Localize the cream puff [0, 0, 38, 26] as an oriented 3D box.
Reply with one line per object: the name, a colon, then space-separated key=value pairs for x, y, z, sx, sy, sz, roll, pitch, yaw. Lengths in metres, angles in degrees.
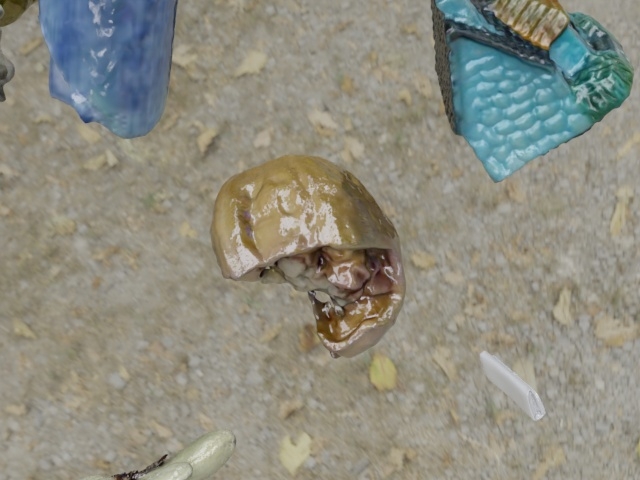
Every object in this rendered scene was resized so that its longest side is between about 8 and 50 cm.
cream puff: x=-0.277 y=-0.265 z=1.002 sx=0.116 sy=0.146 sz=0.146 roll=-12 pitch=64 yaw=23

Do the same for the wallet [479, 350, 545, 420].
wallet: x=0.275 y=0.207 z=1.654 sx=0.025 sy=0.061 sz=0.122 roll=-36 pitch=36 yaw=-8

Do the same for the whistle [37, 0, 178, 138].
whistle: x=-0.071 y=-0.188 z=0.432 sx=0.062 sy=0.304 sz=0.062 roll=8 pitch=27 yaw=-4

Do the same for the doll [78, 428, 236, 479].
doll: x=-0.250 y=0.355 z=1.645 sx=0.278 sy=0.175 sz=0.149 roll=-33 pitch=53 yaw=-29

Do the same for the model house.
model house: x=0.235 y=-0.264 z=1.473 sx=0.226 sy=0.241 sz=0.261 roll=-35 pitch=26 yaw=17

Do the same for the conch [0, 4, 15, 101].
conch: x=-0.371 y=-0.156 z=0.871 sx=0.240 sy=0.313 sz=0.186 roll=19 pitch=83 yaw=40

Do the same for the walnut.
walnut: x=0.005 y=-0.006 z=1.251 sx=0.141 sy=0.238 sz=0.204 roll=-34 pitch=31 yaw=36
